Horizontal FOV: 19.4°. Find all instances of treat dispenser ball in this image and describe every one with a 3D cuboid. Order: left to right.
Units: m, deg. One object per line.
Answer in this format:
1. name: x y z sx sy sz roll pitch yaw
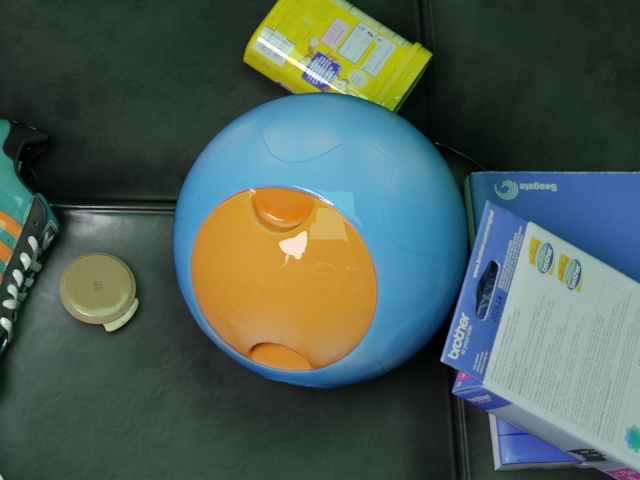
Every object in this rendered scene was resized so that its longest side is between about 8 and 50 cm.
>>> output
1. treat dispenser ball: 0.000 0.000 1.824 0.288 0.288 0.288 4 69 -11

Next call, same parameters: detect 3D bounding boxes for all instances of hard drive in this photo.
1. hard drive: 0.271 0.081 1.986 0.210 0.040 0.319 0 70 -12

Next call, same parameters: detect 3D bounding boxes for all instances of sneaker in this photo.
1. sneaker: -0.316 0.013 1.848 0.121 0.108 0.302 -1 69 -8

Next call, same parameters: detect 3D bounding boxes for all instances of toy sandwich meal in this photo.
1. toy sandwich meal: -0.223 0.052 1.898 0.085 0.029 0.086 3 67 -7

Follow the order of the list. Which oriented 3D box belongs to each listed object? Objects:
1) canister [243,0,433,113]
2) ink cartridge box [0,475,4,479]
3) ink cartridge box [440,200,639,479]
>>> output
1. canister: 0.018 -0.196 2.018 0.170 0.073 0.126 34 66 3
2. ink cartridge box: -0.287 0.258 1.654 0.385 0.308 0.091 25 67 -3
3. ink cartridge box: 0.250 0.110 1.865 0.311 0.065 0.186 29 65 -24
